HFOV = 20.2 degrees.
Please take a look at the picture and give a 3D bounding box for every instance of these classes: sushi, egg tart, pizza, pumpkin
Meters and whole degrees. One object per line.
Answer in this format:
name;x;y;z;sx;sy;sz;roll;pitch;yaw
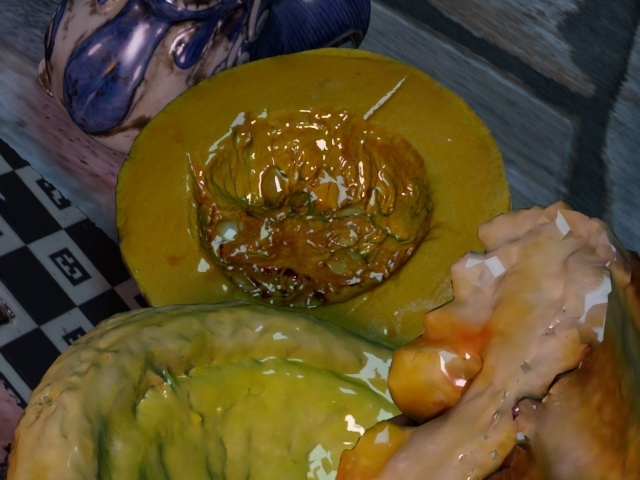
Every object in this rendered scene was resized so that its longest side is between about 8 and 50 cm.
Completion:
sushi;-0.199;0.001;0.934;0.279;0.043;0.192;43;23;-11
egg tart;0.006;0.181;0.799;0.345;0.132;0.345;23;33;-16
pizza;-0.025;0.227;0.538;0.406;0.440;0.130;-14;16;-38
pumpkin;-0.004;0.006;1.007;0.217;0.110;0.217;0;48;0

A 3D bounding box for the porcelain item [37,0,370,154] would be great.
porcelain item;-0.062;-0.155;1.146;0.138;0.186;0.288;39;31;12
